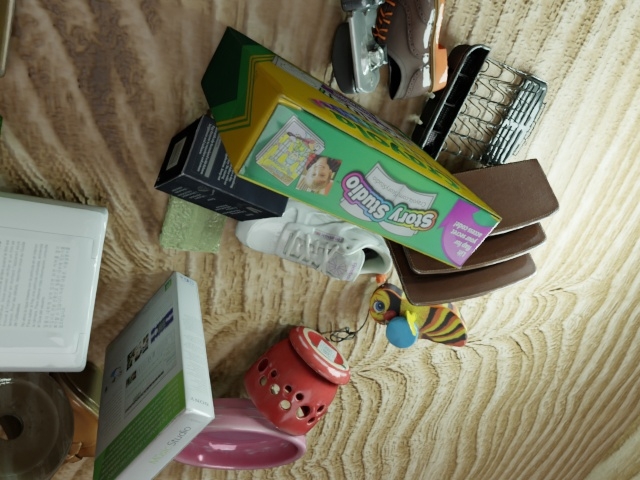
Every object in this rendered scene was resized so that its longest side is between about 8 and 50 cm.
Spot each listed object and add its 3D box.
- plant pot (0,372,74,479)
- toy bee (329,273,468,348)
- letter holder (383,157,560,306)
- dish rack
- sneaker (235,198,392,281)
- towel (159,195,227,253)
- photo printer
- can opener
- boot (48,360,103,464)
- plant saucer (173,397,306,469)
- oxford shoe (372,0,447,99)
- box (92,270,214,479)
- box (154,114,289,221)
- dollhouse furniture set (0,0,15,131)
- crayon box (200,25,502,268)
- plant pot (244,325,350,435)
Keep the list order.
[{"bbox_3d":[-0.546,0.329,0.696,0.280,0.323,0.323,-31,131,21],"label":"plant pot"},{"bbox_3d":[0.173,0.154,1.021,0.298,0.195,0.162,-5,101,-7],"label":"toy bee"},{"bbox_3d":[0.297,-0.010,0.889,0.301,0.214,0.152,-12,159,-14],"label":"letter holder"},{"bbox_3d":[0.312,-0.231,0.858,0.271,0.074,0.208,8,121,-27],"label":"dish rack"},{"bbox_3d":[0.000,0.000,0.843,0.305,0.152,0.114,6,123,-24],"label":"sneaker"},{"bbox_3d":[-0.216,-0.042,0.803,0.110,0.027,0.148,8,121,-26],"label":"towel"},{"bbox_3d":[-0.481,0.054,0.643,0.307,0.107,0.256,8,83,-28],"label":"photo printer"},{"bbox_3d":[0.038,-0.352,0.655,0.076,0.095,0.283,-41,129,-45],"label":"can opener"},{"bbox_3d":[-0.521,0.361,0.928,0.220,0.109,0.283,-22,136,-2],"label":"boot"},{"bbox_3d":[-0.198,0.451,1.069,0.332,0.084,0.332,0,140,0],"label":"plant saucer"},{"bbox_3d":[0.126,-0.337,0.694,0.098,0.097,0.271,-22,129,0],"label":"oxford shoe"},{"bbox_3d":[-0.287,0.232,0.778,0.232,0.322,0.058,-46,125,13],"label":"box"},{"bbox_3d":[-0.144,-0.098,0.694,0.158,0.156,0.093,23,77,-31],"label":"box"},{"bbox_3d":[-0.470,-0.198,0.505,0.197,0.151,0.301,12,118,-29],"label":"dollhouse furniture set"},{"bbox_3d":[0.032,-0.134,0.655,0.363,0.313,0.106,20,114,-33],"label":"crayon box"},{"bbox_3d":[-0.045,0.297,1.017,0.191,0.191,0.174,34,98,-37],"label":"plant pot"}]
